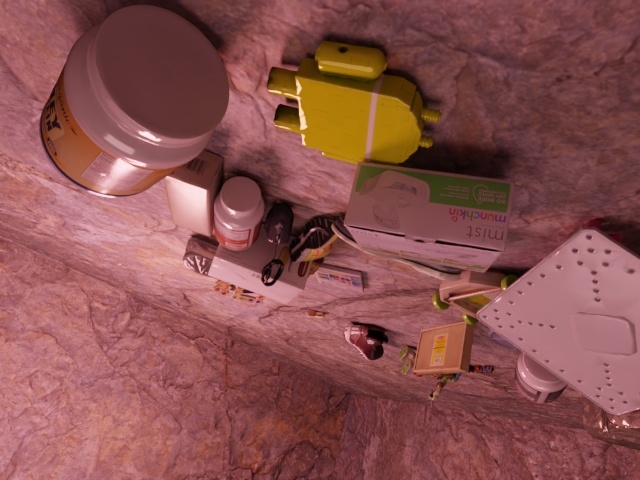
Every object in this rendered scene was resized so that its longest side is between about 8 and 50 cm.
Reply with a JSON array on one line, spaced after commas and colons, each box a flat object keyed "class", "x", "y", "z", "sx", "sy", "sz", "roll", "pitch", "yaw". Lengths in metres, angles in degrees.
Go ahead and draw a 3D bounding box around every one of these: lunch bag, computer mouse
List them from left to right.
[{"class": "computer mouse", "x": -0.115, "y": 0.018, "z": 1.140, "sx": 0.071, "sy": 0.041, "sz": 0.242, "roll": 7, "pitch": 115, "yaw": -10}, {"class": "lunch bag", "x": 0.816, "y": 0.361, "z": 1.111, "sx": 0.212, "sy": 0.306, "sz": 0.256, "roll": 13, "pitch": 159, "yaw": 2}]

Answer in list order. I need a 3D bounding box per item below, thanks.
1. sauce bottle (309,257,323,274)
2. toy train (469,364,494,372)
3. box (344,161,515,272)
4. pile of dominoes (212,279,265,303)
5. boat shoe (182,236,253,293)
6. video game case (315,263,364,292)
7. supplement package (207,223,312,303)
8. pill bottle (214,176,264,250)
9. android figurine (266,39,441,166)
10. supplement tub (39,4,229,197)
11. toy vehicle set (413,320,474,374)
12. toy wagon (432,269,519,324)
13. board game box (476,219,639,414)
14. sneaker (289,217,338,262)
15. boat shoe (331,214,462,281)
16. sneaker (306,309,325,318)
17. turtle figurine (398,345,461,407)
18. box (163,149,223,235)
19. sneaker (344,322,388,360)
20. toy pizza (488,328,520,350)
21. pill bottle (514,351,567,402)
[{"class": "sauce bottle", "x": -0.028, "y": 0.082, "z": 1.367, "sx": 0.042, "sy": 0.042, "sz": 0.128, "roll": 21, "pitch": 147, "yaw": -8}, {"class": "toy train", "x": 0.687, "y": 0.556, "z": 1.930, "sx": 0.036, "sy": 0.027, "sz": 0.158, "roll": 36, "pitch": 152, "yaw": -13}, {"class": "box", "x": 0.196, "y": -0.033, "z": 0.827, "sx": 0.261, "sy": 0.127, "sz": 0.231, "roll": 10, "pitch": 170, "yaw": 16}, {"class": "pile of dominoes", "x": -0.246, "y": 0.140, "z": 1.506, "sx": 0.195, "sy": 0.040, "sz": 0.251, "roll": 15, "pitch": 132, "yaw": -24}, {"class": "boat shoe", "x": -0.322, "y": 0.089, "z": 1.546, "sx": 0.320, "sy": 0.103, "sz": 0.118, "roll": 26, "pitch": 128, "yaw": -29}, {"class": "video game case", "x": 0.061, "y": 0.121, "z": 1.439, "sx": 0.157, "sy": 0.019, "sz": 0.143, "roll": 12, "pitch": 155, "yaw": 15}, {"class": "supplement package", "x": -0.174, "y": 0.059, "z": 1.309, "sx": 0.261, "sy": 0.145, "sz": 0.204, "roll": 22, "pitch": 155, "yaw": -12}, {"class": "pill bottle", "x": -0.201, "y": -0.066, "z": 1.096, "sx": 0.121, "sy": 0.121, "sz": 0.216, "roll": 20, "pitch": 155, "yaw": -5}, {"class": "android figurine", "x": 0.053, "y": -0.203, "z": 0.717, "sx": 0.272, "sy": 0.056, "sz": 0.248, "roll": 13, "pitch": 155, "yaw": 10}, {"class": "supplement tub", "x": -0.311, "y": -0.210, "z": 0.734, "sx": 0.228, "sy": 0.229, "sz": 0.316, "roll": 33, "pitch": 151, "yaw": -31}, {"class": "toy vehicle set", "x": 0.429, "y": 0.382, "z": 1.564, "sx": 0.035, "sy": 0.166, "sz": 0.267, "roll": 25, "pitch": 155, "yaw": -15}, {"class": "toy wagon", "x": 0.490, "y": 0.178, "z": 1.216, "sx": 0.344, "sy": 0.068, "sz": 0.267, "roll": 26, "pitch": 154, "yaw": -20}, {"class": "board game box", "x": 0.595, "y": 0.180, "z": 0.932, "sx": 0.389, "sy": 0.050, "sz": 0.390, "roll": 36, "pitch": 144, "yaw": 9}, {"class": "sneaker", "x": 0.000, "y": 0.000, "z": 1.170, "sx": 0.094, "sy": 0.082, "sz": 0.208, "roll": 4, "pitch": 159, "yaw": -31}, {"class": "boat shoe", "x": 0.185, "y": -0.009, "z": 1.031, "sx": 0.319, "sy": 0.116, "sz": 0.099, "roll": 21, "pitch": 113, "yaw": 8}, {"class": "sneaker", "x": -0.019, "y": 0.318, "z": 1.888, "sx": 0.083, "sy": 0.032, "sz": 0.037, "roll": 7, "pitch": 153, "yaw": 24}, {"class": "turtle figurine", "x": 0.456, "y": 0.600, "z": 1.973, "sx": 0.266, "sy": 0.198, "sz": 0.274, "roll": 28, "pitch": 150, "yaw": -13}, {"class": "box", "x": -0.306, "y": -0.115, "z": 1.094, "sx": 0.113, "sy": 0.094, "sz": 0.275, "roll": 21, "pitch": 156, "yaw": -6}, {"class": "sneaker", "x": 0.235, "y": 0.440, "z": 1.894, "sx": 0.162, "sy": 0.107, "sz": 0.281, "roll": -8, "pitch": 145, "yaw": 39}, {"class": "toy pizza", "x": 0.570, "y": 0.265, "z": 1.227, "sx": 0.201, "sy": 0.032, "sz": 0.201, "roll": 15, "pitch": 155, "yaw": 7}, {"class": "pill bottle", "x": 0.733, "y": 0.430, "z": 1.468, "sx": 0.161, "sy": 0.162, "sz": 0.283, "roll": 6, "pitch": 153, "yaw": 23}]
